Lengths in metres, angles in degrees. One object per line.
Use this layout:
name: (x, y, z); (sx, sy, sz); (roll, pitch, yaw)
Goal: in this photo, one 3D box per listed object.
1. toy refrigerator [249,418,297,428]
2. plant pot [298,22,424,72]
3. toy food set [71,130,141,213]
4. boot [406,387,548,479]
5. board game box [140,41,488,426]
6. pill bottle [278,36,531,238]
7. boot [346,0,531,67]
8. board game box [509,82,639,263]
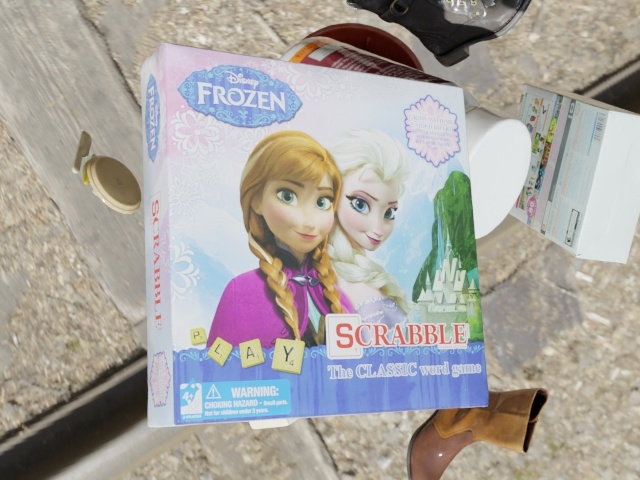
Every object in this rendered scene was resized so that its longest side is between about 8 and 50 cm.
toy refrigerator: (-0.090, 0.139, 1.425); (0.102, 0.094, 0.269); (-25, 96, -45)
plant pot: (0.054, -0.238, 1.846); (0.273, 0.265, 0.272); (1, 69, -4)
toy food set: (-0.377, -0.100, 1.705); (0.039, 0.132, 0.192); (-34, 123, 26)
boot: (0.328, 0.421, 1.956); (0.096, 0.280, 0.264); (46, 62, -26)
board game box: (0.000, 0.000, 0.853); (0.319, 0.066, 0.317); (2, 79, -30)
pill bottle: (0.109, -0.160, 1.457); (0.224, 0.392, 0.224); (-29, 133, -37)
boot: (0.196, -0.409, 1.531); (0.229, 0.091, 0.263); (33, 134, -24)
board game box: (0.402, -0.117, 1.506); (0.098, 0.303, 0.223); (6, 106, -16)
